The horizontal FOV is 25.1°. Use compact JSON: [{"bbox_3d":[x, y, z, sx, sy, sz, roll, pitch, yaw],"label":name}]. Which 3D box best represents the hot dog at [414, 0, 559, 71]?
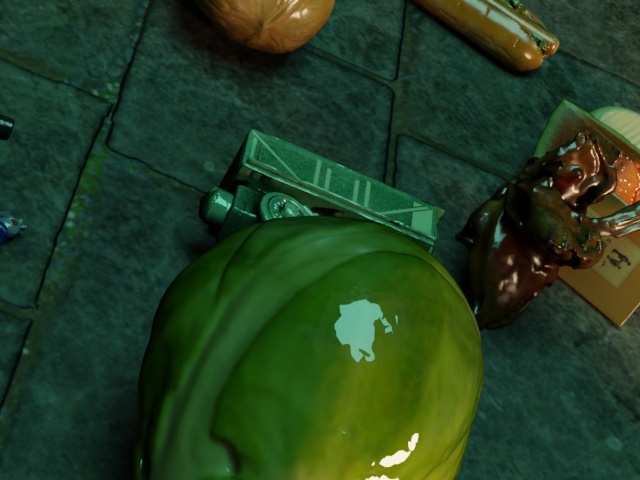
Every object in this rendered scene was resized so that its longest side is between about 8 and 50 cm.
[{"bbox_3d":[0.215,-0.323,1.966,0.249,0.068,0.100,35,42,3],"label":"hot dog"}]

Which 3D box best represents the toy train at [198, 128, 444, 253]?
[{"bbox_3d":[0.000,0.000,1.486,0.269,0.115,0.154,22,33,-12],"label":"toy train"}]

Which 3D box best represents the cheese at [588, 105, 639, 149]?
[{"bbox_3d":[0.419,-0.129,1.911,0.137,0.064,0.227,48,44,12],"label":"cheese"}]

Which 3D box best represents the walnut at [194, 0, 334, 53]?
[{"bbox_3d":[-0.068,-0.330,1.707,0.193,0.193,0.225,18,42,-17],"label":"walnut"}]

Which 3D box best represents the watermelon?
[{"bbox_3d":[0.355,-0.071,1.768,0.145,0.137,0.193,22,69,-37],"label":"watermelon"}]

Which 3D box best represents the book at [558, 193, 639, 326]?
[{"bbox_3d":[0.324,0.003,1.689,0.172,0.118,0.012,41,11,8],"label":"book"}]

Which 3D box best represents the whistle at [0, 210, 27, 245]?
[{"bbox_3d":[-0.310,-0.008,1.351,0.033,0.029,0.083,32,30,11],"label":"whistle"}]

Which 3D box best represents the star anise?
[{"bbox_3d":[0.288,-0.036,1.597,0.346,0.237,0.148,-30,103,-7],"label":"star anise"}]

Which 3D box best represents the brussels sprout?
[{"bbox_3d":[-0.012,0.138,1.219,0.276,0.315,0.371,20,42,20],"label":"brussels sprout"}]

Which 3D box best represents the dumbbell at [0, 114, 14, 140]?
[{"bbox_3d":[-0.442,-0.150,1.317,0.325,0.143,0.143,18,43,-17],"label":"dumbbell"}]
